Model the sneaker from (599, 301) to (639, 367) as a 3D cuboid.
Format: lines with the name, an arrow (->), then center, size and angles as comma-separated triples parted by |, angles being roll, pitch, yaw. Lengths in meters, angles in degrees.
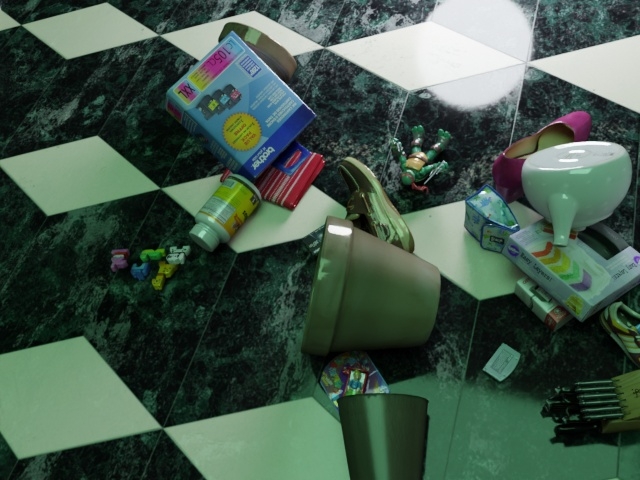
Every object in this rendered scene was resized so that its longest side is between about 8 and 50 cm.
sneaker -> 0.698, 0.215, 1.302 | 0.069, 0.084, 0.185 | -38, 69, -14

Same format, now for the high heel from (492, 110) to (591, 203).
high heel -> 0.599, -0.258, 1.568 | 0.127, 0.181, 0.377 | 37, 72, 28

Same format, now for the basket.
basket -> 0.136, 0.450, 1.248 | 0.204, 0.154, 0.227 | 4, 63, -9

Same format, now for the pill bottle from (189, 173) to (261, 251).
pill bottle -> -0.271, -0.075, 1.677 | 0.117, 0.117, 0.215 | 26, 67, 25

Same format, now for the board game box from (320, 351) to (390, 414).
board game box -> 0.077, 0.334, 1.399 | 0.133, 0.033, 0.169 | -30, 57, -7

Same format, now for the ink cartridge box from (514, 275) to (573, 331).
ink cartridge box -> 0.544, 0.131, 1.413 | 0.099, 0.056, 0.135 | -34, 58, -10

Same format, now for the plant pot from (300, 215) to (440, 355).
plant pot -> 0.118, 0.128, 1.385 | 0.280, 0.323, 0.323 | 12, 60, 0

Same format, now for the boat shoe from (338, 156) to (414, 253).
boat shoe -> 0.118, -0.082, 1.602 | 0.123, 0.123, 0.342 | -27, 63, -7

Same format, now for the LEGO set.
LEGO set -> -0.465, 0.082, 1.636 | 0.227, 0.087, 0.093 | -4, 43, 10

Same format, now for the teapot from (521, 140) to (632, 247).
teapot -> 0.598, -0.114, 1.391 | 0.255, 0.187, 0.252 | -16, 20, -4

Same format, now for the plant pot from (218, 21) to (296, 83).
plant pot -> -0.238, -0.518, 1.889 | 0.262, 0.263, 0.229 | 24, 83, 24

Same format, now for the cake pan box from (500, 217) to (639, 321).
cake pan box -> 0.605, 0.042, 1.404 | 0.266, 0.070, 0.246 | -21, 55, -29

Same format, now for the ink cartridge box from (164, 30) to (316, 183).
ink cartridge box -> -0.206, -0.347, 1.705 | 0.395, 0.151, 0.270 | 44, 76, -9

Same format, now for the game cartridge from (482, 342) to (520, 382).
game cartridge -> 0.419, 0.283, 1.370 | 0.056, 0.017, 0.083 | 34, 70, 31

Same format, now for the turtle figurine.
turtle figurine -> 0.271, -0.227, 1.660 | 0.175, 0.118, 0.234 | 26, 51, 9

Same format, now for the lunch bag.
lunch bag -> 0.436, -0.041, 1.499 | 0.096, 0.129, 0.151 | -37, 60, -10

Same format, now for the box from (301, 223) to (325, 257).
box -> 0.000, 0.000, 1.632 | 0.083, 0.018, 0.067 | -31, 57, -8

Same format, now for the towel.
towel -> -0.144, -0.209, 1.787 | 0.274, 0.031, 0.199 | 22, 67, 25

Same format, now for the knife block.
knife block -> 0.629, 0.352, 1.255 | 0.275, 0.242, 0.088 | 18, 53, -30
